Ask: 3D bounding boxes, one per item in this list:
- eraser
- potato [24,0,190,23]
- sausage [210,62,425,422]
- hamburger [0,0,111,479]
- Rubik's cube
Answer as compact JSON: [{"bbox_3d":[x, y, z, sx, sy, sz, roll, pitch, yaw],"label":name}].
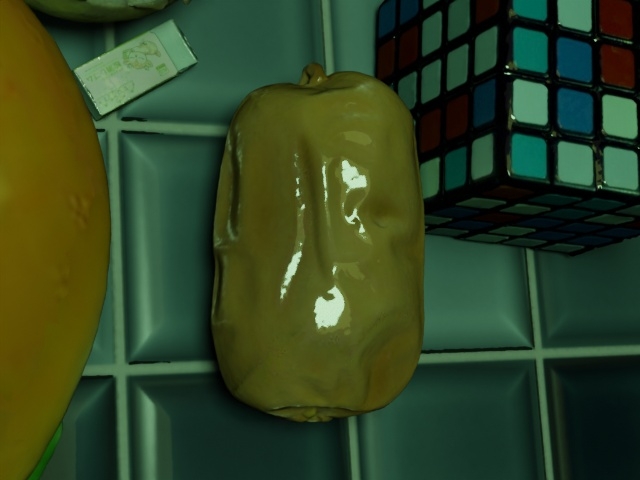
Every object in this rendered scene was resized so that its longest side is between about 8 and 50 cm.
[{"bbox_3d":[-0.127,-0.118,0.773,0.083,0.019,0.038,-33,94,-26],"label":"eraser"},{"bbox_3d":[-0.137,-0.209,0.744,0.243,0.098,0.138,-13,92,-36],"label":"potato"},{"bbox_3d":[0.001,0.000,0.755,0.136,0.120,0.241,11,76,-30],"label":"sausage"},{"bbox_3d":[-0.284,0.007,0.536,0.395,0.277,0.396,4,80,-23],"label":"hamburger"},{"bbox_3d":[0.156,-0.099,0.811,0.182,0.184,0.187,7,76,-23],"label":"Rubik's cube"}]
